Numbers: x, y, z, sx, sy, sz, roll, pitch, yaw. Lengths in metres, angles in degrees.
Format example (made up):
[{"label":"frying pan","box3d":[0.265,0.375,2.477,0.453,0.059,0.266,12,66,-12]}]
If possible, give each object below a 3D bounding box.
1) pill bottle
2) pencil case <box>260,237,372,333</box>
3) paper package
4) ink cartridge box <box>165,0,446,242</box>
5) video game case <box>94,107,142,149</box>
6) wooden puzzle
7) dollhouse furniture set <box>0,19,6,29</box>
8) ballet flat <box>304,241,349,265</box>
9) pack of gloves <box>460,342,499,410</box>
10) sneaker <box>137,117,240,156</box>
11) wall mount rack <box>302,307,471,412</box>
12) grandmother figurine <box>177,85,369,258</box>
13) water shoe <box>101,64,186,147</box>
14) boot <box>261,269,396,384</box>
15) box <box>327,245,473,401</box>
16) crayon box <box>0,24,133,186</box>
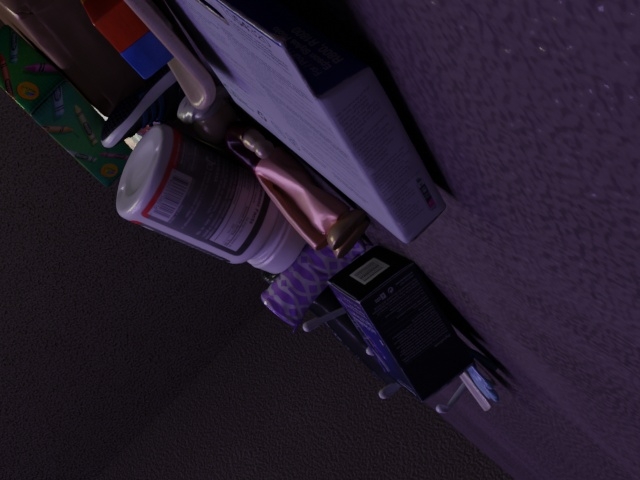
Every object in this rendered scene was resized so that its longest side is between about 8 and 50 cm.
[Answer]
[{"label":"pill bottle","box3d":[-0.167,-0.059,1.648,0.283,0.161,0.161,25,-176,-28]},{"label":"pencil case","box3d":[-0.008,0.052,1.730,0.088,0.206,0.086,42,-173,-5]},{"label":"paper package","box3d":[-0.430,-0.399,1.627,0.325,0.168,0.309,42,173,29]},{"label":"ink cartridge box","box3d":[-0.043,-0.178,1.013,0.324,0.071,0.330,43,173,36]},{"label":"video game case","box3d":[-0.301,-0.208,1.889,0.275,0.248,0.035,44,-142,9]},{"label":"wooden puzzle","box3d":[-0.263,-0.323,1.102,0.348,0.080,0.322,54,-177,-47]},{"label":"dollhouse furniture set","box3d":[-0.664,-0.433,2.171,0.256,0.362,0.394,44,-158,20]},{"label":"ballet flat","box3d":[0.000,0.000,1.960,0.231,0.077,0.077,45,-165,-18]},{"label":"pack of gloves","box3d":[0.238,0.179,1.754,0.232,0.046,0.195,54,175,12]},{"label":"sneaker","box3d":[-0.184,-0.198,1.732,0.302,0.121,0.108,26,158,-3]},{"label":"wall mount rack","box3d":[0.139,0.208,1.931,0.350,0.130,0.304,37,-178,32]},{"label":"grandmother figurine","box3d":[-0.082,-0.117,1.553,0.342,0.104,0.208,41,167,14]},{"label":"water shoe","box3d":[-0.262,-0.208,1.635,0.080,0.203,0.073,39,-165,-34]},{"label":"boot","box3d":[0.054,0.173,2.324,0.445,0.146,0.367,50,-178,-16]},{"label":"box","box3d":[0.125,0.129,1.626,0.207,0.108,0.153,58,170,-18]},{"label":"crayon box","box3d":[-0.428,-0.214,1.687,0.165,0.081,0.278,41,174,24]}]
